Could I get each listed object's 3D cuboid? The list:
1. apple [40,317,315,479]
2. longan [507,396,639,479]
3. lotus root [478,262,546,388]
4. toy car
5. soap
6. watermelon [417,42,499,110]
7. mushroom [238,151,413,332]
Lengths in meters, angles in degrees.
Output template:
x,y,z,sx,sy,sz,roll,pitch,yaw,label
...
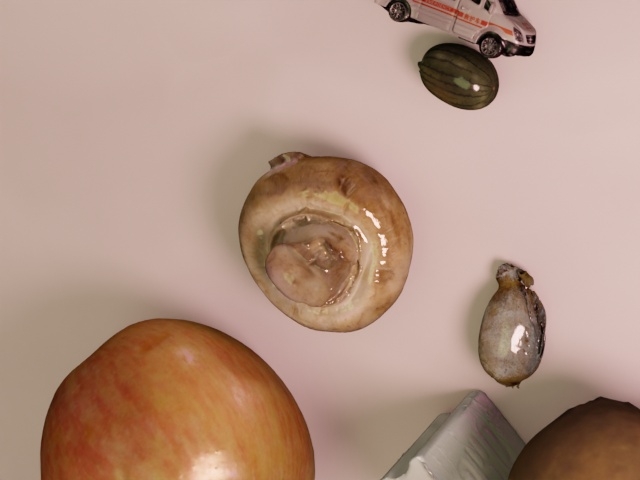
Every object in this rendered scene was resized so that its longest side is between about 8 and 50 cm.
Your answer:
x,y,z,sx,sy,sz,roll,pitch,yaw,label
-0.205,0.302,1.872,0.346,0.391,0.391,52,122,27,apple
0.376,0.341,1.625,0.319,0.319,0.318,8,109,24,longan
0.250,0.113,1.754,0.088,0.088,0.165,8,99,24,lotus root
0.176,-0.297,1.658,0.210,0.089,0.108,26,107,21,toy car
0.184,0.303,1.739,0.150,0.261,0.094,48,116,6,soap
0.172,-0.206,1.693,0.111,0.078,0.078,31,117,21,watermelon
0.000,0.000,1.785,0.255,0.184,0.254,17,126,24,mushroom
